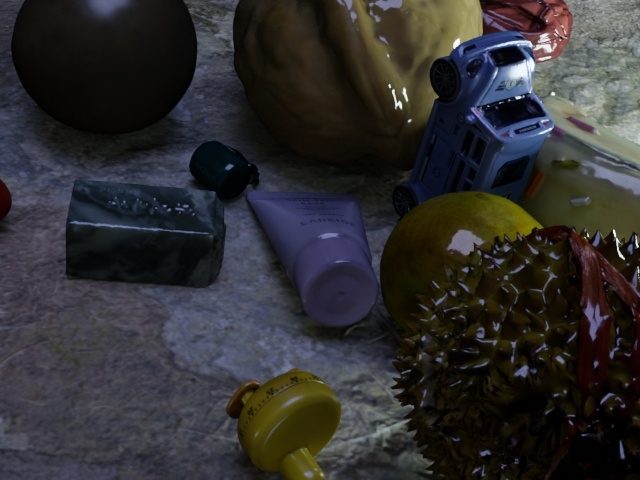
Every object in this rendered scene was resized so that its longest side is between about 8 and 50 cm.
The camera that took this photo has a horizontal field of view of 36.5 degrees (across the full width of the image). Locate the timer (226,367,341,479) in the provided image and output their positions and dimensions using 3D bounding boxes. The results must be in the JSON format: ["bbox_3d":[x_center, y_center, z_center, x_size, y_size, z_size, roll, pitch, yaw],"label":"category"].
[{"bbox_3d":[-0.025,0.185,0.948,0.107,0.107,0.109,-16,43,-30],"label":"timer"}]

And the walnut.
[{"bbox_3d":[0.049,-0.279,1.370,0.383,0.384,0.384,7,39,-6],"label":"walnut"}]

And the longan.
[{"bbox_3d":[-0.292,-0.267,1.321,0.258,0.258,0.258,7,39,-6],"label":"longan"}]

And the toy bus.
[{"bbox_3d":[0.196,-0.109,1.211,0.125,0.292,0.133,-19,51,-32],"label":"toy bus"}]

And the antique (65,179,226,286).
[{"bbox_3d":[-0.204,-0.008,1.150,0.183,0.086,0.088,4,40,-9],"label":"antique"}]

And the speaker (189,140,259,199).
[{"bbox_3d":[-0.121,-0.099,1.301,0.094,0.060,0.075,-26,53,-37],"label":"speaker"}]

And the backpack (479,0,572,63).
[{"bbox_3d":[0.332,-0.382,1.692,0.229,0.139,0.229,5,36,-3],"label":"backpack"}]

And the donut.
[{"bbox_3d":[0.407,-0.065,1.295,0.371,0.150,0.307,25,24,17],"label":"donut"}]

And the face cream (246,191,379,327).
[{"bbox_3d":[0.000,0.000,1.204,0.154,0.096,0.274,-2,28,-12],"label":"face cream"}]

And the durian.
[{"bbox_3d":[0.255,0.142,0.885,0.384,0.348,0.347,20,40,10],"label":"durian"}]

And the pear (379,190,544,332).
[{"bbox_3d":[0.163,0.035,1.108,0.200,0.200,0.200,7,39,-6],"label":"pear"}]

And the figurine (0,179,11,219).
[{"bbox_3d":[-0.531,-0.134,1.144,0.211,0.261,0.270,-28,49,-3],"label":"figurine"}]
